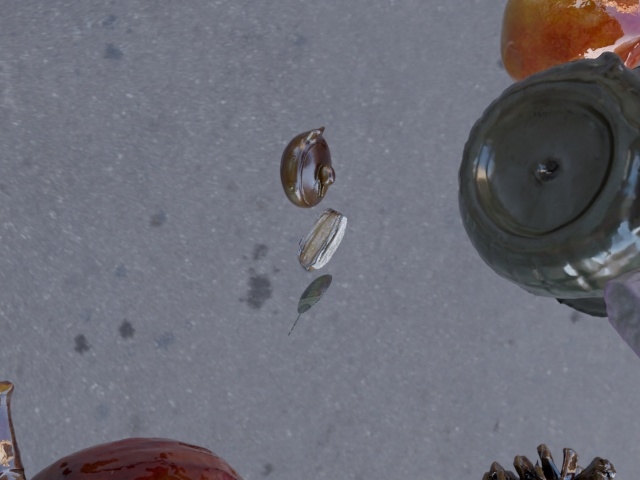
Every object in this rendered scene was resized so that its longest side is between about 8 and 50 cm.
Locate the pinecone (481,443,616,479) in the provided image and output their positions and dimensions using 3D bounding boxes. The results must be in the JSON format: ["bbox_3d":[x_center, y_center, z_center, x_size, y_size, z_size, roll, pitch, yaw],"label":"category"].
[{"bbox_3d":[0.271,0.342,1.017,0.185,0.212,0.169,47,38,10],"label":"pinecone"}]

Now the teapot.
[{"bbox_3d":[-0.012,-0.110,1.283,0.098,0.078,0.129,-23,122,-50],"label":"teapot"}]

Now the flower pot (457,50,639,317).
[{"bbox_3d":[0.320,-0.065,0.970,0.213,0.302,0.301,21,89,-44],"label":"flower pot"}]

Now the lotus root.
[{"bbox_3d":[0.001,0.001,1.043,0.083,0.037,0.030,-57,147,-11],"label":"lotus root"}]

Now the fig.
[{"bbox_3d":[-0.081,0.136,0.364,0.128,0.128,0.150,-21,134,-25],"label":"fig"}]

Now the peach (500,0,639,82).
[{"bbox_3d":[0.513,-0.422,1.703,0.289,0.308,0.288,-1,109,-3],"label":"peach"}]

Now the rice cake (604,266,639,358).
[{"bbox_3d":[0.321,0.153,0.590,0.073,0.365,0.056,-7,136,-22],"label":"rice cake"}]

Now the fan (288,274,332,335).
[{"bbox_3d":[-0.015,0.067,0.952,0.003,0.060,0.080,39,94,-16],"label":"fan"}]
